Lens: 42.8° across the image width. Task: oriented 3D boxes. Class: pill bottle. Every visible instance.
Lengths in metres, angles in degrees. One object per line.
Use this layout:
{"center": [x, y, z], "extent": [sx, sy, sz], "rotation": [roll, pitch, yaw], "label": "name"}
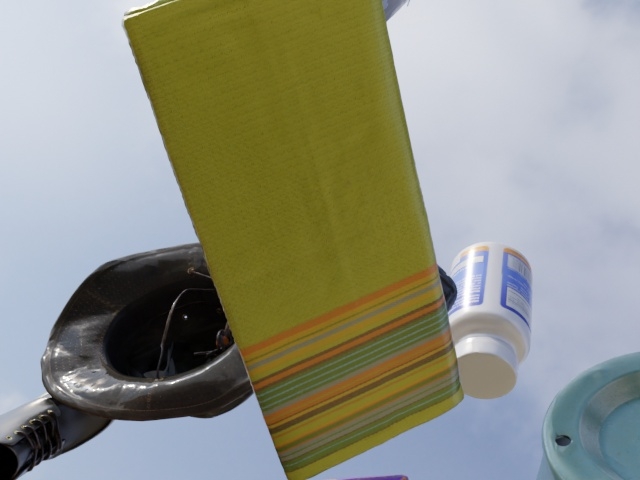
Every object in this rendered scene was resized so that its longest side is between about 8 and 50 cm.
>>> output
{"center": [0.291, 0.140, 1.430], "extent": [0.152, 0.272, 0.152], "rotation": [8, -50, 10], "label": "pill bottle"}

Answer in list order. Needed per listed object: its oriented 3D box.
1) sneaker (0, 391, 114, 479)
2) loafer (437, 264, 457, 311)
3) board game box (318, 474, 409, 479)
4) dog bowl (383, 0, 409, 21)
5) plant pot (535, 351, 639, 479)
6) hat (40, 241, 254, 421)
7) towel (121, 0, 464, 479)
{"center": [-0.323, 0.232, 0.948], "extent": [0.118, 0.222, 0.083], "rotation": [0, -76, 56], "label": "sneaker"}
{"center": [0.070, 0.022, 1.026], "extent": [0.223, 0.078, 0.076], "rotation": [41, -38, 13], "label": "loafer"}
{"center": [-0.166, 0.341, 0.456], "extent": [0.356, 0.357, 0.356], "rotation": [-37, -125, 56], "label": "board game box"}
{"center": [-0.028, -0.386, 1.007], "extent": [0.349, 0.349, 0.102], "rotation": [42, -36, 5], "label": "dog bowl"}
{"center": [0.279, 0.234, 0.624], "extent": [0.272, 0.271, 0.255], "rotation": [4, -56, 33], "label": "plant pot"}
{"center": [-0.163, 0.134, 1.010], "extent": [0.331, 0.331, 0.133], "rotation": [13, -44, 28], "label": "hat"}
{"center": [0.000, 0.000, 0.360], "extent": [0.021, 0.102, 0.237], "rotation": [46, -25, 58], "label": "towel"}
